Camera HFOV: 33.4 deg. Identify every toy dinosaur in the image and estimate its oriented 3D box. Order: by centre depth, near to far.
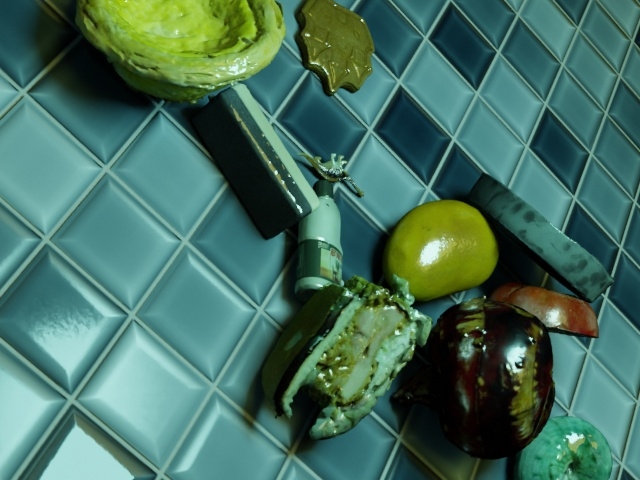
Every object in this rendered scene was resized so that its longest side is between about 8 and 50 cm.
[{"bbox_3d":[0.018,-0.135,1.922,0.180,0.037,0.058,22,52,-32],"label":"toy dinosaur"}]

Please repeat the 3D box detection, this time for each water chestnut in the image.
[{"bbox_3d":[0.264,0.236,1.825,0.300,0.300,0.300,19,58,-33],"label":"water chestnut"}]

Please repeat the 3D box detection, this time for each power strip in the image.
[{"bbox_3d":[-0.110,-0.136,1.765,0.070,0.105,0.256,-37,94,-46],"label":"power strip"}]

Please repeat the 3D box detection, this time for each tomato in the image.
[{"bbox_3d":[0.417,0.130,1.996,0.225,0.225,0.085,16,83,-34],"label":"tomato"}]

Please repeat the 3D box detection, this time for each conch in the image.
[{"bbox_3d":[0.439,0.415,1.946,0.202,0.134,0.196,17,99,-40],"label":"conch"}]

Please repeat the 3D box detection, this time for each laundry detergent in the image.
[{"bbox_3d":[0.000,0.000,1.813,0.099,0.070,0.225,34,48,-44],"label":"laundry detergent"}]

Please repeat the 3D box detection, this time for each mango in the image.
[{"bbox_3d":[0.216,0.014,1.947,0.254,0.139,0.175,-11,70,-36],"label":"mango"}]

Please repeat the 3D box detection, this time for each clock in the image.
[{"bbox_3d":[0.415,-0.004,2.037,0.325,0.067,0.325,40,4,-4],"label":"clock"}]

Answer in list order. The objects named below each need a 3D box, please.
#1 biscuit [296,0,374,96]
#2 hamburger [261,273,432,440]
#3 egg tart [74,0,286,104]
[{"bbox_3d":[0.031,-0.370,2.051,0.182,0.034,0.215,22,56,-30],"label":"biscuit"},{"bbox_3d":[0.036,0.168,1.686,0.168,0.192,0.288,38,89,-13],"label":"hamburger"},{"bbox_3d":[-0.226,-0.336,1.702,0.345,0.132,0.345,7,49,-8],"label":"egg tart"}]
